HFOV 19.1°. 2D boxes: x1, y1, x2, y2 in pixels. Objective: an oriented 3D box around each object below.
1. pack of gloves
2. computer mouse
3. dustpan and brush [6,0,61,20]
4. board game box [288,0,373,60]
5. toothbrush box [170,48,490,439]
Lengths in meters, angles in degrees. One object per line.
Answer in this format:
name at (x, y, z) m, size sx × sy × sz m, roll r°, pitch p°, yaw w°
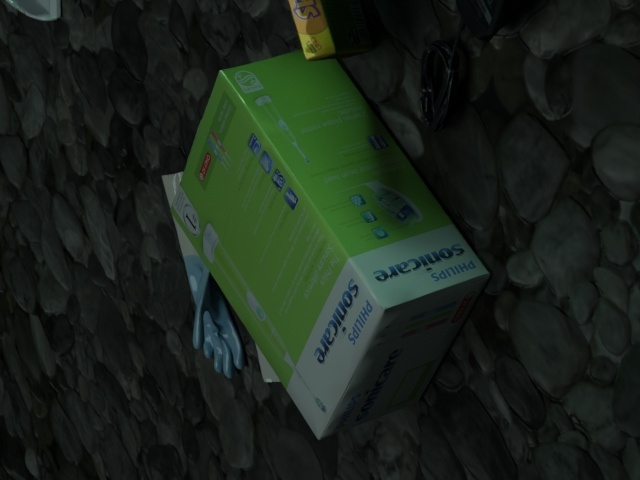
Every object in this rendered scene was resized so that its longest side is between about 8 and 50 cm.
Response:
pack of gloves at (-0.107, 0.042, 1.981) m, size 0.195 × 0.046 × 0.232 m, roll -3°, pitch 103°, yaw 60°
computer mouse at (0.125, -0.167, 1.510) m, size 0.242 × 0.041 × 0.071 m, roll 113°, pitch 140°, yaw -57°
dustpan and brush at (-0.379, -0.349, 2.203) m, size 0.211 × 0.060 × 0.147 m, roll 37°, pitch 135°, yaw 45°
board game box at (-0.019, -0.280, 1.606) m, size 0.039 × 0.124 × 0.259 m, roll -13°, pitch 93°, yaw 17°
toothbrush box at (0.000, 0.000, 1.708) m, size 0.283 × 0.122 × 0.206 m, roll 57°, pitch 146°, yaw 26°
